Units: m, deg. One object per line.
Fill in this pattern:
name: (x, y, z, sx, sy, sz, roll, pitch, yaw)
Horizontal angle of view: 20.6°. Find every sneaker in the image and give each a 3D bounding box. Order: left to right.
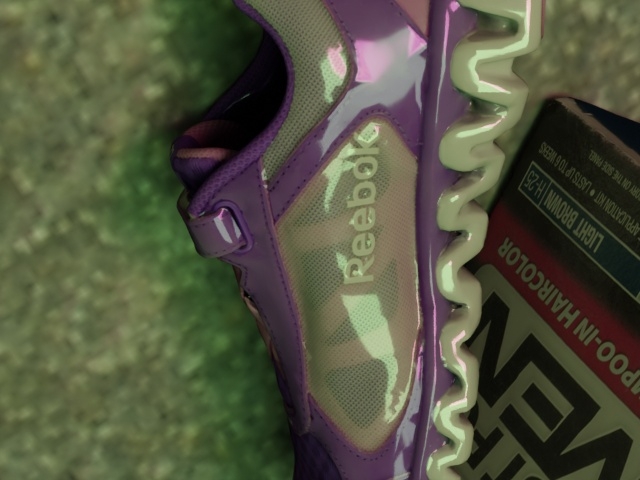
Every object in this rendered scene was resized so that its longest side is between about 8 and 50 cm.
sneaker: (0.000, 0.000, 0.575, 0.105, 0.095, 0.236, 1, 110, -15)

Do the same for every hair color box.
hair color box: (0.079, 0.143, 0.624, 0.105, 0.174, 0.347, 17, 107, -28)
